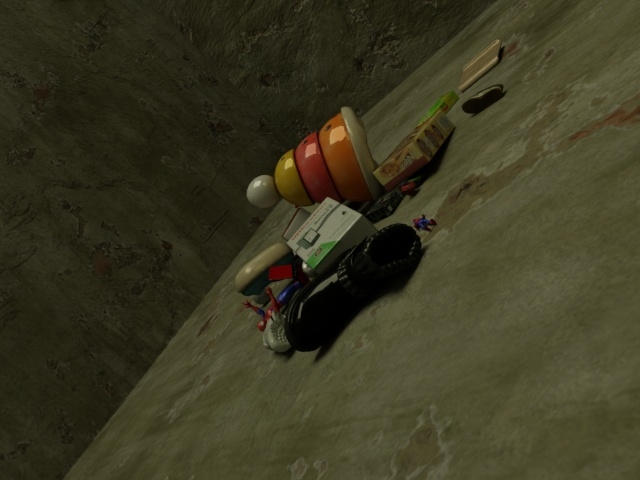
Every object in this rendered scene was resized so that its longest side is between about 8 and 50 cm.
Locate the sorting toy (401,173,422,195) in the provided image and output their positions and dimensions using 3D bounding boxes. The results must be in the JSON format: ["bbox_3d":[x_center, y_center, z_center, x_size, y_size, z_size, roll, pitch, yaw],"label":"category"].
[{"bbox_3d":[0.284,-0.166,1.757,0.061,0.042,0.102,-12,22,44],"label":"sorting toy"}]

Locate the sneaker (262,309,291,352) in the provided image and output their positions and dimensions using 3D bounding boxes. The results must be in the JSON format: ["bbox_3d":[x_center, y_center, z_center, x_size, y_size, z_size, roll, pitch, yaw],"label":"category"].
[{"bbox_3d":[-0.123,0.282,1.627,0.095,0.090,0.235,-59,7,6],"label":"sneaker"}]

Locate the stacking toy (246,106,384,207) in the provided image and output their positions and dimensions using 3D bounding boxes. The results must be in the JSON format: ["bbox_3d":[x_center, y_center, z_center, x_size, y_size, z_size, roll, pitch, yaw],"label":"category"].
[{"bbox_3d":[-0.040,-0.230,1.996,0.479,0.351,0.351,-20,17,8],"label":"stacking toy"}]

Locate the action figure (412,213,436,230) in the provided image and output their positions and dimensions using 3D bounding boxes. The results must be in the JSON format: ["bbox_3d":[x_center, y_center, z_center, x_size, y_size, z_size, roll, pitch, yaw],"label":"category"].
[{"bbox_3d":[0.260,-0.046,1.457,0.038,0.030,0.115,-52,10,-2],"label":"action figure"}]

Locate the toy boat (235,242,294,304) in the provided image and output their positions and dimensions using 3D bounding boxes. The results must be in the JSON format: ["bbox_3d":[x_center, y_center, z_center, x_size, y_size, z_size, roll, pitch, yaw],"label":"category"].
[{"bbox_3d":[-0.207,0.138,2.105,0.267,0.148,0.318,-39,-3,-32],"label":"toy boat"}]

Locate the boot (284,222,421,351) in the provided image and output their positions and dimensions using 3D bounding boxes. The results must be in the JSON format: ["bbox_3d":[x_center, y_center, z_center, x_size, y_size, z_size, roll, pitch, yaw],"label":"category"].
[{"bbox_3d":[0.072,0.109,1.350,0.348,0.131,0.260,-53,13,-28],"label":"boot"}]

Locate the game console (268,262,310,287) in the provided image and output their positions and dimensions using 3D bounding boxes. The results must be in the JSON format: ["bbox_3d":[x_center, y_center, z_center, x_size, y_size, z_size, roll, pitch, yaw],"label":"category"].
[{"bbox_3d":[-0.099,0.132,1.867,0.085,0.124,0.144,-36,14,6],"label":"game console"}]

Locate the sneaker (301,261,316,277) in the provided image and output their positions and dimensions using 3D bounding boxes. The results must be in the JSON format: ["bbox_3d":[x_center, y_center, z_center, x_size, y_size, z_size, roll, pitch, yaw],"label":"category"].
[{"bbox_3d":[0.028,0.023,1.942,0.132,0.086,0.229,-27,31,44],"label":"sneaker"}]

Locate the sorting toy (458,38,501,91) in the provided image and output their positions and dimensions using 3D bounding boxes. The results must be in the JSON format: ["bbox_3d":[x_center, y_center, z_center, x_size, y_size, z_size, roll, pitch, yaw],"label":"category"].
[{"bbox_3d":[0.636,-0.689,2.244,0.193,0.038,0.208,-37,20,38],"label":"sorting toy"}]

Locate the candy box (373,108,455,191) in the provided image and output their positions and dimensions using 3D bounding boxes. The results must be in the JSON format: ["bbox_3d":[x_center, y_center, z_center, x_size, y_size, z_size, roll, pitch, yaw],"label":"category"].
[{"bbox_3d":[0.314,-0.301,1.873,0.183,0.087,0.316,-37,7,40],"label":"candy box"}]

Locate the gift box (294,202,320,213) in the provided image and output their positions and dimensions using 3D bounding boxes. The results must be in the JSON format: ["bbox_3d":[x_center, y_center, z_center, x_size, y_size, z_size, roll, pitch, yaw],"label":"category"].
[{"bbox_3d":[0.021,-0.215,2.283,0.258,0.276,0.255,-39,1,12],"label":"gift box"}]

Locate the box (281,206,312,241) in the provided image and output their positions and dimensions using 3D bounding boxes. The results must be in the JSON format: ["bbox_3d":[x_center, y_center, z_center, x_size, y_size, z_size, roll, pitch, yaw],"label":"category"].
[{"bbox_3d":[-0.074,-0.044,2.090,0.130,0.091,0.170,-59,6,-3],"label":"box"}]

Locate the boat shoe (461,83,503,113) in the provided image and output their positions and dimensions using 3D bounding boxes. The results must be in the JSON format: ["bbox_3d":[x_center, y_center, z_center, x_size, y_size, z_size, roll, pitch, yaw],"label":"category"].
[{"bbox_3d":[0.524,-0.455,1.822,0.152,0.056,0.049,-16,26,50],"label":"boat shoe"}]

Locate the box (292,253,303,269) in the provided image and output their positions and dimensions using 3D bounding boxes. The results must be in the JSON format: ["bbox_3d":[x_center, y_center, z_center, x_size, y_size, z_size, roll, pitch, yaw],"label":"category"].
[{"bbox_3d":[0.000,0.000,2.140,0.231,0.056,0.183,-54,14,-31],"label":"box"}]

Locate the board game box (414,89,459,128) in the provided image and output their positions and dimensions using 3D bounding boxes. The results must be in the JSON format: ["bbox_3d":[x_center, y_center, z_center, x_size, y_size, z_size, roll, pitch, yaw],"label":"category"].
[{"bbox_3d":[0.456,-0.501,2.222,0.181,0.043,0.092,-51,13,-16],"label":"board game box"}]

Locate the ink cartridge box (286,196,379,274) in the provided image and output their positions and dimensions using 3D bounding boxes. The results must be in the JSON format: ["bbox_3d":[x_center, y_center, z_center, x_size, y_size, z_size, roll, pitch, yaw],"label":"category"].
[{"bbox_3d":[0.038,0.005,1.711,0.211,0.121,0.289,-48,24,-3],"label":"ink cartridge box"}]

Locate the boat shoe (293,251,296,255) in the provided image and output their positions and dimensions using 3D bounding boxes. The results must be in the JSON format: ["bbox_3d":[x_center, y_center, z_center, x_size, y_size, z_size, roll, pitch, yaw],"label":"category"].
[{"bbox_3d":[-0.063,0.020,2.345,0.065,0.075,0.206,79,-148,-49],"label":"boat shoe"}]

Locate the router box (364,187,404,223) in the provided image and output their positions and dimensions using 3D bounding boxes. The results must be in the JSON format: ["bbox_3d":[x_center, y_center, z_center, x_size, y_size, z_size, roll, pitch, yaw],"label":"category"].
[{"bbox_3d":[0.206,-0.111,1.829,0.092,0.038,0.122,-54,14,-29],"label":"router box"}]

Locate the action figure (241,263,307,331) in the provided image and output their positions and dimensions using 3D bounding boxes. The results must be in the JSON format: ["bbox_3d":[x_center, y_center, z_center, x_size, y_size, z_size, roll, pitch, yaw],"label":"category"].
[{"bbox_3d":[-0.156,0.178,1.932,0.091,0.139,0.280,-32,21,54],"label":"action figure"}]
